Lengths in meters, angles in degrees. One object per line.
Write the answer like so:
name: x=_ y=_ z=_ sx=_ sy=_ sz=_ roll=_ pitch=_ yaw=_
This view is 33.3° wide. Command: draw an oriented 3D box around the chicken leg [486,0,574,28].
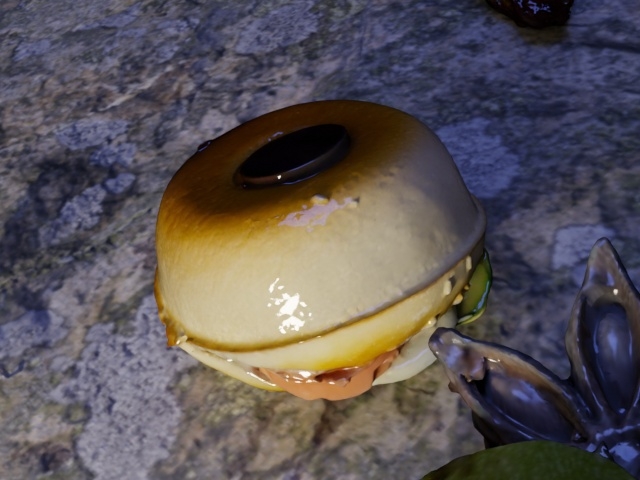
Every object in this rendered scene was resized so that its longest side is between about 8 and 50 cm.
chicken leg: x=0.168 y=-0.243 z=0.955 sx=0.093 sy=0.053 sz=0.205 roll=-5 pitch=45 yaw=-20

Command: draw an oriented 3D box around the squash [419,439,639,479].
squash: x=0.075 y=0.164 z=0.434 sx=0.191 sy=0.085 sz=0.184 roll=-23 pitch=57 yaw=15

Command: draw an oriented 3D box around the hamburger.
hamburger: x=-0.004 y=0.002 z=0.687 sx=0.236 sy=0.147 sz=0.237 roll=-14 pitch=30 yaw=8

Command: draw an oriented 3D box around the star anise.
star anise: x=0.157 y=0.125 z=0.529 sx=0.236 sy=0.109 sz=0.223 roll=-31 pitch=47 yaw=6
